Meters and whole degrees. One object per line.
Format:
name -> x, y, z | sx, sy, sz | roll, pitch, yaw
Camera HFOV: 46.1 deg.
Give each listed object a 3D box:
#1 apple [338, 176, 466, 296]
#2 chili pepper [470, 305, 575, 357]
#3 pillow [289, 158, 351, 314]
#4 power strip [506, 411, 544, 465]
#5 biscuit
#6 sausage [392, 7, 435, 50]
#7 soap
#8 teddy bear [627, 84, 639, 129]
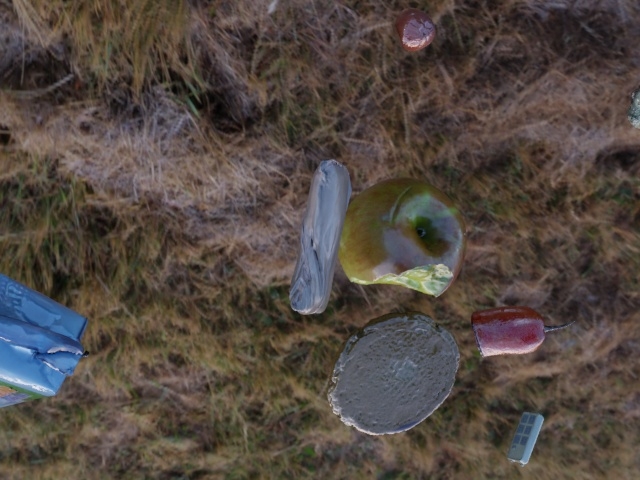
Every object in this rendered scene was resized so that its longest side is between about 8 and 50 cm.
apple -> 0.149, 0.007, 1.439 | 0.246, 0.246, 0.226 | 7, 160, -26
chili pepper -> 0.375, 0.164, 1.392 | 0.192, 0.084, 0.086 | -8, 120, 4
pillow -> 0.000, 0.000, 1.227 | 0.067, 0.173, 0.270 | 13, 97, 10
power strip -> 0.328, 0.315, 1.203 | 0.016, 0.040, 0.090 | 32, 72, -15
biscuit -> 0.114, 0.208, 1.186 | 0.226, 0.042, 0.225 | -6, 111, -15
sausage -> 0.136, -0.310, 1.099 | 0.054, 0.094, 0.059 | -19, 112, 5
soap -> -0.301, 0.078, 0.605 | 0.156, 0.077, 0.293 | 30, 150, -26
teddy bear -> 0.681, -0.266, 1.518 | 0.111, 0.213, 0.133 | -25, 93, 40
